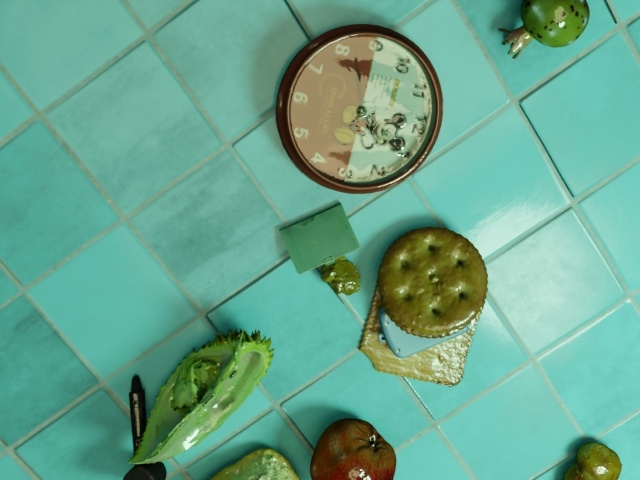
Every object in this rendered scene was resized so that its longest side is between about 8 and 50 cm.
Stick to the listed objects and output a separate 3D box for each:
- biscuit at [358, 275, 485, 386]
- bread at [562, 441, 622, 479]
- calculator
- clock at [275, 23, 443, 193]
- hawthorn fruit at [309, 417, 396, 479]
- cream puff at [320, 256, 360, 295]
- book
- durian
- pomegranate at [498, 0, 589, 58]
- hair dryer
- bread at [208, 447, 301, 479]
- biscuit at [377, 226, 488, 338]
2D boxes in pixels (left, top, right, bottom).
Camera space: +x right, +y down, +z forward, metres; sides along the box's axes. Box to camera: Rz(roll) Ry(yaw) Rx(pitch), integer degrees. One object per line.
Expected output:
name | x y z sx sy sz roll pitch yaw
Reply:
biscuit | 0.209 0.183 1.642 0.237 0.013 0.232 12 104 -7
bread | 0.579 0.610 1.760 0.124 0.084 0.344 13 104 -9
calculator | 0.214 0.160 1.608 0.210 0.039 0.121 -24 103 1
clock | 0.074 -0.242 1.476 0.318 0.080 0.318 -2 104 -9
hawthorn fruit | 0.057 0.475 1.637 0.179 0.179 0.200 28 122 -12
cream puff | 0.040 0.072 1.575 0.083 0.083 0.058 11 147 -19
book | 0.000 0.000 1.551 0.135 0.017 0.103 -24 84 1
durian | -0.219 0.306 1.555 0.157 0.169 0.355 38 100 -12
pomegranate | 0.414 -0.405 1.449 0.129 0.159 0.129 12 64 -27
hair dryer | -0.371 0.401 1.622 0.071 0.114 0.248 -7 86 1
bread | -0.156 0.556 1.657 0.245 0.121 0.174 -35 114 1
biscuit | 0.220 0.082 1.550 0.220 0.066 0.220 -1 77 5
